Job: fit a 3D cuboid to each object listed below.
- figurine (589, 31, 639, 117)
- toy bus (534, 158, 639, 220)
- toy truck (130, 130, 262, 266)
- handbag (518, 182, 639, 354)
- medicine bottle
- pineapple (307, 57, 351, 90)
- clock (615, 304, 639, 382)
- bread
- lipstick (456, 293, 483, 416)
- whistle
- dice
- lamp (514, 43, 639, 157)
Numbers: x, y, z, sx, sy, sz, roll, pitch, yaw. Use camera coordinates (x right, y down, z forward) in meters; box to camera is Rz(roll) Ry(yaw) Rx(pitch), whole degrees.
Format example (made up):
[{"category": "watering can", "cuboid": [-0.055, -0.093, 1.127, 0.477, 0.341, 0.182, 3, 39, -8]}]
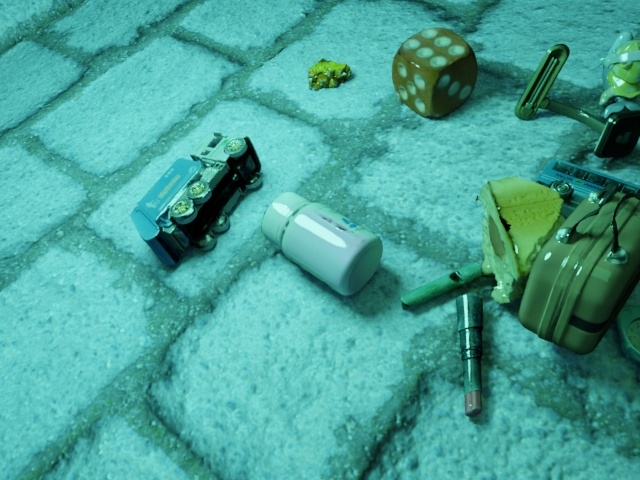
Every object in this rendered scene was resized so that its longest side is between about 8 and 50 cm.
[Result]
[{"category": "figurine", "cuboid": [0.777, -0.422, 1.284, 0.129, 0.184, 0.208, -5, 97, 7]}, {"category": "toy bus", "cuboid": [0.594, -0.079, 1.098, 0.246, 0.113, 0.134, 26, 57, 27]}, {"category": "toy truck", "cuboid": [-0.304, -0.113, 1.259, 0.175, 0.146, 0.367, 20, 60, 27]}, {"category": "handbag", "cuboid": [0.500, 0.028, 0.914, 0.302, 0.283, 0.149, -36, 46, -28]}, {"category": "medicine bottle", "cuboid": [0.000, 0.000, 1.122, 0.255, 0.152, 0.152, 33, 66, 29]}, {"category": "pineapple", "cuboid": [0.024, -0.512, 1.546, 0.137, 0.069, 0.116, -9, 48, -8]}, {"category": "clock", "cuboid": [0.614, 0.194, 0.942, 0.108, 0.045, 0.147, 4, 56, 14]}, {"category": "bread", "cuboid": [0.383, -0.014, 1.046, 0.224, 0.183, 0.211, -39, 56, -21]}, {"category": "lipstick", "cuboid": [0.289, 0.220, 0.978, 0.054, 0.053, 0.234, 3, 58, 12]}, {"category": "whistle", "cuboid": [0.256, 0.098, 1.077, 0.186, 0.039, 0.039, -23, 54, -7]}, {"category": "dice", "cuboid": [0.312, -0.461, 1.383, 0.174, 0.179, 0.175, -31, 53, -12]}, {"category": "lamp", "cuboid": [0.652, -0.345, 1.235, 0.125, 0.203, 0.283, -21, 48, -29]}]
